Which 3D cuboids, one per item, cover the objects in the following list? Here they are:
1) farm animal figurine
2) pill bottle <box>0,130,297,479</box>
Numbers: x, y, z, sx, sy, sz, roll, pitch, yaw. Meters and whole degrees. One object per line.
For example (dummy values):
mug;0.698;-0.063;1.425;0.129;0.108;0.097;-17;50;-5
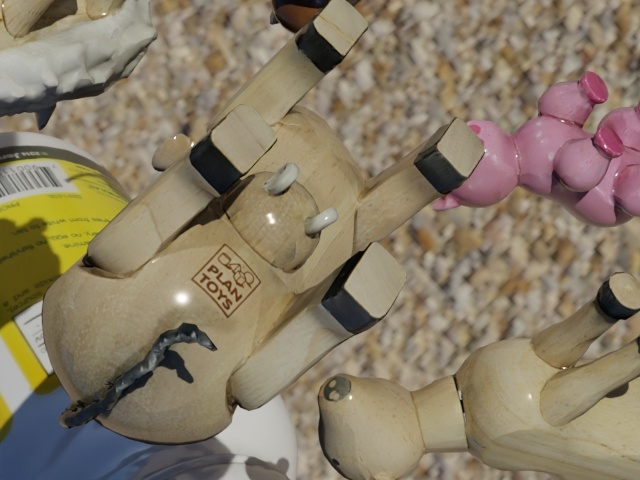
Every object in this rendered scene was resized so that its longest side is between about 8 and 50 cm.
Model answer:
farm animal figurine;0.000;0.000;0.790;0.172;0.327;0.330;-39;82;37
pill bottle;-0.130;0.097;1.065;0.334;0.188;0.188;50;136;44
